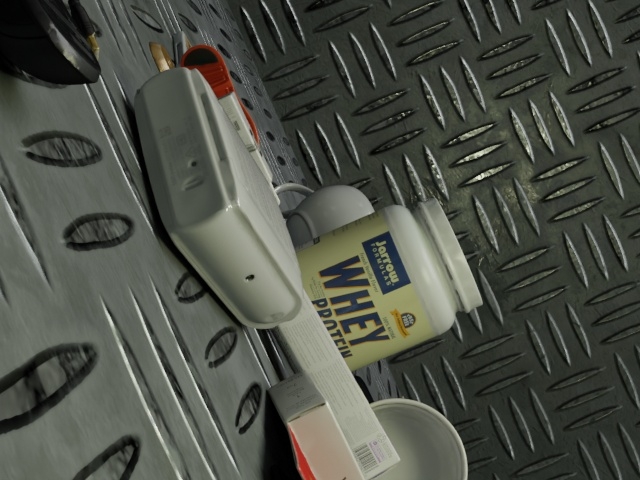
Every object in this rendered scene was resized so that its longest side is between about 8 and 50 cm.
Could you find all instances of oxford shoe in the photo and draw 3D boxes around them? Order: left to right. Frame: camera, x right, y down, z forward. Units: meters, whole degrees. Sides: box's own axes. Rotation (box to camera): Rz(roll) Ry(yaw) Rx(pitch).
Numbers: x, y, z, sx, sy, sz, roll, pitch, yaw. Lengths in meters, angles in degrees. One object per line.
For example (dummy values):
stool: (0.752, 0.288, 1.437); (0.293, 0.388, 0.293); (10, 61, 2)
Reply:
oxford shoe: (-0.159, -0.194, 1.554); (0.098, 0.097, 0.271); (80, -6, -82)

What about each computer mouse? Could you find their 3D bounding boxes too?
computer mouse: (-0.254, -0.197, 0.824); (0.262, 0.060, 0.184); (56, 3, 31)

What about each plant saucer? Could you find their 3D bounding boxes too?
plant saucer: (-0.252, -0.288, 1.493); (0.083, 0.015, 0.083); (-23, 90, -85)

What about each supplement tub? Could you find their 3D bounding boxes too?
supplement tub: (0.084, 0.082, 1.547); (0.235, 0.325, 0.235); (-24, 90, -85)

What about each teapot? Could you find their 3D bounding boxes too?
teapot: (0.000, 0.000, 1.963); (0.256, 0.187, 0.252); (-173, -104, -65)

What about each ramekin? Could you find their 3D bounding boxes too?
ramekin: (0.114, 0.347, 1.394); (0.109, 0.207, 0.207); (85, -17, -76)

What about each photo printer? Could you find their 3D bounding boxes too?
photo printer: (-0.121, -0.039, 1.191); (0.307, 0.107, 0.256); (60, 8, -57)

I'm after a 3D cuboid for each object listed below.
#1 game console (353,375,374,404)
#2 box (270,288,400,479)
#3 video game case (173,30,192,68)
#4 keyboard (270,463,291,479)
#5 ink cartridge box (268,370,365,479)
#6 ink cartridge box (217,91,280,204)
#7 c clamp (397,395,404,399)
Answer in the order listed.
game console: (0.134, 0.482, 1.779); (0.342, 0.060, 0.386); (-100, 165, -71)
box: (0.006, 0.200, 1.343); (0.324, 0.067, 0.063); (59, -19, 16)
video game case: (-0.213, -0.259, 1.727); (0.206, 0.026, 0.227); (-106, 170, -55)
keyboard: (-0.010, 0.340, 1.014); (0.192, 0.038, 0.100); (-106, 172, -51)
ink cartridge box: (0.038, 0.335, 1.141); (0.296, 0.066, 0.261); (65, -6, -13)
ink cartridge box: (-0.141, -0.120, 1.382); (0.060, 0.104, 0.180); (-99, 165, -76)
c clamp: (0.088, 0.343, 1.493); (0.022, 0.137, 0.161); (52, 19, -48)
